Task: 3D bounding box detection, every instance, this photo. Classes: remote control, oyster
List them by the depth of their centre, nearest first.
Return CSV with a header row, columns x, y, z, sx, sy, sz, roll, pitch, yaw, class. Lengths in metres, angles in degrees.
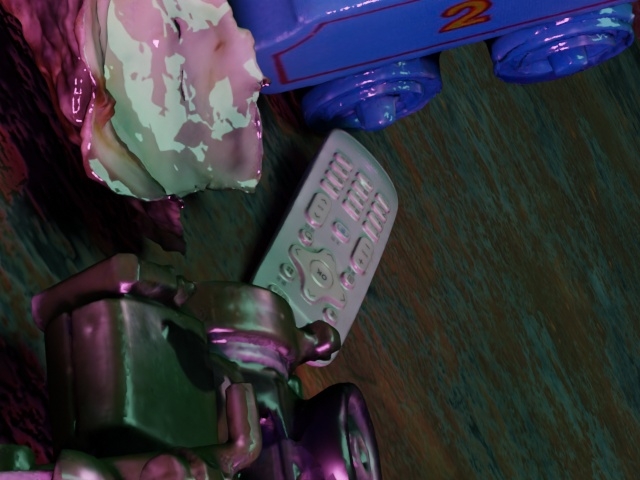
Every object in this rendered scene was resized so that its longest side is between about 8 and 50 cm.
x,y,z,sx,sy,sz,roll,pitch,yaw,class
-0.110,-0.124,0.851,0.275,0.100,0.271,34,38,-76,oyster
0.000,0.000,1.069,0.073,0.044,0.229,48,33,-16,remote control

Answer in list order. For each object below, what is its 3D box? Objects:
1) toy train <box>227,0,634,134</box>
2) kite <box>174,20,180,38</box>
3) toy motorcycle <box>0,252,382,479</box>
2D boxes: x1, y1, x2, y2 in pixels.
x,y,z,sx,sy,sz,roll,pitch,yaw,class
0.086,-0.200,1.107,0.265,0.300,0.188,64,11,-76,toy train
-0.098,-0.196,1.082,0.229,0.012,0.250,64,19,-9,kite
-0.055,0.091,0.711,0.275,0.127,0.205,42,34,-54,toy motorcycle
